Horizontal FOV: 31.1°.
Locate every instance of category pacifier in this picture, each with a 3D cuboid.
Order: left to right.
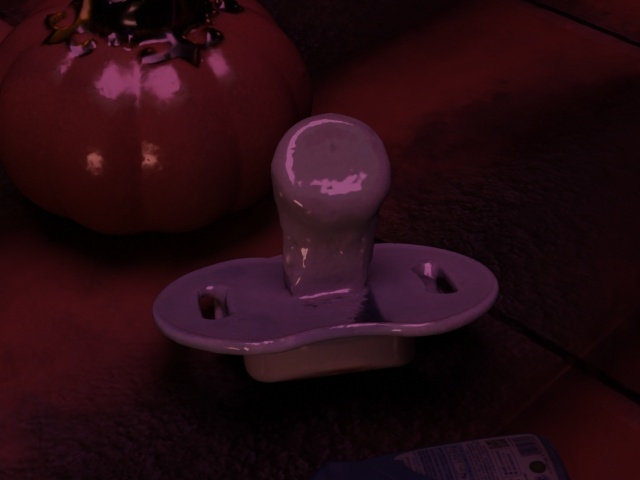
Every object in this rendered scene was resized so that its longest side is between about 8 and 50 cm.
[{"bbox_3d":[0.000,0.000,0.926,0.279,0.207,0.227,-6,22,-8],"label":"pacifier"}]

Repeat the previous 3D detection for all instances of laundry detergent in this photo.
[{"bbox_3d":[0.069,0.185,0.805,0.206,0.061,0.096,-4,41,-6],"label":"laundry detergent"}]

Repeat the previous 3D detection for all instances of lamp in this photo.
[{"bbox_3d":[-0.160,-0.147,1.074,0.305,0.239,0.305,0,38,0],"label":"lamp"}]
